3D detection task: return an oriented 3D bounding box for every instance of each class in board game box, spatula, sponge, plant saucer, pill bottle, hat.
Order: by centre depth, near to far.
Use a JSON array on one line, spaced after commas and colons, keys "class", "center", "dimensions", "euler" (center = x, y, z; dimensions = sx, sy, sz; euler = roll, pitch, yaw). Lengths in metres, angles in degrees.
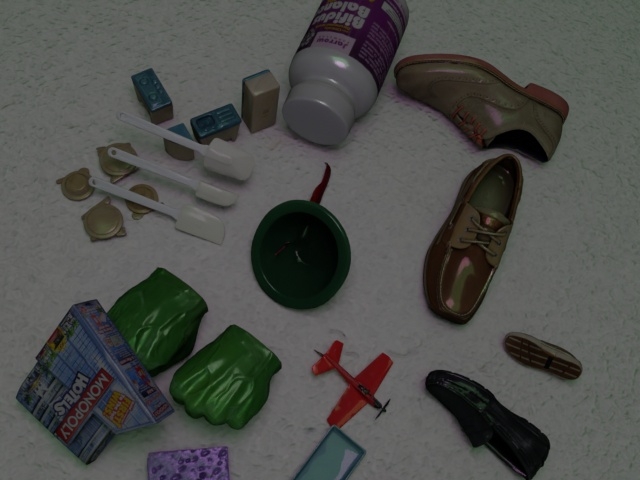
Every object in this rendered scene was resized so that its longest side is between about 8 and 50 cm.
[{"class": "board game box", "center": [-0.314, 0.220, 0.883], "dimensions": [0.194, 0.060, 0.194], "euler": [39, 101, 9]}, {"class": "sponge", "center": [-0.184, 0.406, 0.894], "dimensions": [0.117, 0.031, 0.210], "euler": [-3, 68, -10]}, {"class": "plant saucer", "center": [-0.013, 0.374, 0.941], "dimensions": [0.067, 0.018, 0.192], "euler": [38, 67, 7]}, {"class": "spatula", "center": [-0.249, -0.113, 1.057], "dimensions": [0.242, 0.019, 0.168], "euler": [22, 95, -7]}, {"class": "hat", "center": [0.000, 0.000, 1.092], "dimensions": [0.173, 0.183, 0.208], "euler": [33, 108, 12]}, {"class": "pill bottle", "center": [0.042, -0.330, 1.152], "dimensions": [0.169, 0.169, 0.301], "euler": [22, 66, 0]}]

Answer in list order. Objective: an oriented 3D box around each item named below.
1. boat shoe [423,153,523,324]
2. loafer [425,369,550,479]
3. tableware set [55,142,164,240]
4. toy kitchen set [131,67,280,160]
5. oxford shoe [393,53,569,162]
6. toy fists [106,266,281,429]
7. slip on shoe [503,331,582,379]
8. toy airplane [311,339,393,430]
[{"class": "boat shoe", "center": [0.269, -0.018, 1.088], "dimensions": [0.122, 0.120, 0.324], "euler": [22, 66, 0]}, {"class": "loafer", "center": [0.256, 0.287, 0.987], "dimensions": [0.223, 0.076, 0.078], "euler": [36, 60, 2]}, {"class": "tableware set", "center": [-0.357, -0.085, 1.071], "dimensions": [0.141, 0.020, 0.169], "euler": [-30, 77, -18]}, {"class": "toy kitchen set", "center": [-0.204, -0.263, 1.112], "dimensions": [0.207, 0.122, 0.166], "euler": [-27, 75, -18]}, {"class": "oxford shoe", "center": [0.299, -0.250, 1.189], "dimensions": [0.348, 0.123, 0.130], "euler": [17, 72, -1]}, {"class": "toy fists", "center": [-0.201, 0.172, 0.954], "dimensions": [0.279, 0.096, 0.142], "euler": [37, 60, 9]}, {"class": "slip on shoe", "center": [0.376, 0.190, 1.067], "dimensions": [0.135, 0.051, 0.041], "euler": [21, 26, 8]}, {"class": "toy airplane", "center": [0.049, 0.221, 1.007], "dimensions": [0.151, 0.028, 0.151], "euler": [3, 69, -7]}]
